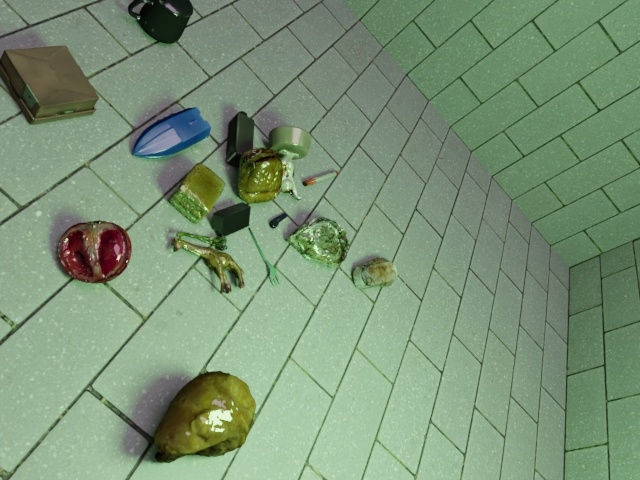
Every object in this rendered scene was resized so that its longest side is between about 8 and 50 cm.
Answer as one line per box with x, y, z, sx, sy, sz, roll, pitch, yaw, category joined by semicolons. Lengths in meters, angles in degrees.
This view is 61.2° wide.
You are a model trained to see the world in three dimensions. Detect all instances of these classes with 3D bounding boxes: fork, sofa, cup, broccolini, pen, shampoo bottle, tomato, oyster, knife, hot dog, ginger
-0.204;0.053;1.935;0.039;0.021;0.235;-16;77;-52;fork
-0.314;-0.074;1.886;0.060;0.085;0.147;24;32;27;sofa
-0.599;-0.854;2.026;0.223;0.176;0.170;0;68;-46;cup
-0.391;-0.003;1.773;0.194;0.052;0.054;10;92;-39;broccolini
0.003;-0.271;2.350;0.239;0.028;0.028;-27;85;-50;pen
-0.308;-0.398;2.085;0.079;0.080;0.246;23;49;-34;shampoo bottle
-0.609;0.036;1.491;0.189;0.099;0.174;-3;78;-3;tomato
0.000;0.000;2.122;0.267;0.112;0.199;41;63;-29;oyster
-0.157;-0.079;2.071;0.031;0.018;0.121;48;39;1;knife
0.229;0.142;2.276;0.252;0.069;0.131;-8;80;-44;hot dog
-0.303;0.456;1.428;0.269;0.200;0.223;15;57;-39;ginger

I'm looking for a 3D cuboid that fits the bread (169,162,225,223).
-0.406;-0.167;1.818;0.138;0.102;0.196;45;40;-17;bread

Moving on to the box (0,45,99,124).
-0.813;-0.473;1.627;0.215;0.086;0.215;-30;88;-50;box

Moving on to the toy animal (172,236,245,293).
-0.354;0.069;1.750;0.275;0.054;0.149;47;42;-12;toy animal

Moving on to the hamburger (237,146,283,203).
-0.215;-0.236;1.990;0.183;0.129;0.206;-10;110;-42;hamburger

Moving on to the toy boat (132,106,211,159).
-0.521;-0.353;1.848;0.129;0.088;0.295;53;51;-4;toy boat

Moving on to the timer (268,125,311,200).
-0.132;-0.302;2.170;0.175;0.175;0.266;16;70;-38;timer
